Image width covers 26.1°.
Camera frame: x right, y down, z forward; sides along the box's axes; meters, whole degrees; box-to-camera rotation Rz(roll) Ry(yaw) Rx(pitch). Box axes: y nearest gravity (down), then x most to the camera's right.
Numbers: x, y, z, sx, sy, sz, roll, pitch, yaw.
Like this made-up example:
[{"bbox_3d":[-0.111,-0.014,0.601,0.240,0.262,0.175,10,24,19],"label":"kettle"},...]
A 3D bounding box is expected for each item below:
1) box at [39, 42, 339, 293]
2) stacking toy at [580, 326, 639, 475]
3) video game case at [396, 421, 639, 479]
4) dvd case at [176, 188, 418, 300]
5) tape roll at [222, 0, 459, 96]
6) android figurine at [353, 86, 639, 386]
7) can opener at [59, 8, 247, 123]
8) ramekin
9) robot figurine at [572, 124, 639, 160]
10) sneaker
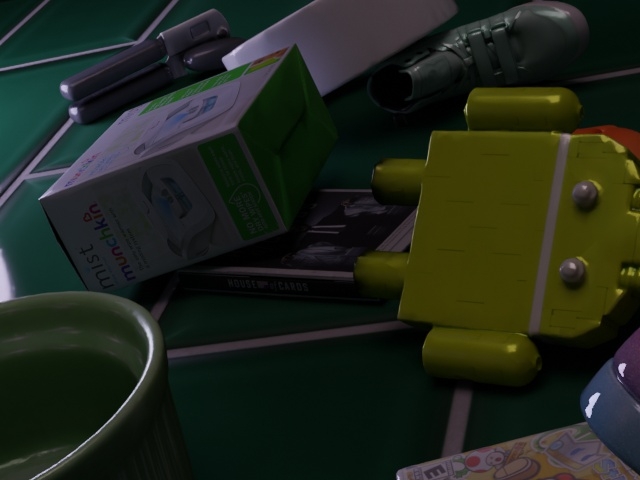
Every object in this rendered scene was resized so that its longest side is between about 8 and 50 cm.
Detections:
[{"bbox_3d":[-0.127,-0.075,1.447,0.231,0.127,0.262,-18,20,21],"label":"box"},{"bbox_3d":[0.297,0.132,0.776,0.279,0.130,0.309,36,18,28],"label":"stacking toy"},{"bbox_3d":[0.160,0.194,0.886,0.206,0.026,0.227,-15,25,4],"label":"video game case"},{"bbox_3d":[0.000,0.000,1.376,0.238,0.030,0.179,2,31,34],"label":"dvd case"},{"bbox_3d":[0.023,-0.250,1.677,0.286,0.100,0.286,-29,9,5],"label":"tape roll"},{"bbox_3d":[0.157,-0.004,1.115,0.272,0.056,0.248,6,77,34],"label":"android figurine"},{"bbox_3d":[-0.236,-0.251,1.978,0.280,0.074,0.093,-28,28,-21],"label":"can opener"},{"bbox_3d":[-0.238,0.178,1.021,0.303,0.148,0.303,-13,25,6],"label":"ramekin"},{"bbox_3d":[0.209,-0.032,1.200,0.219,0.128,0.158,-3,6,30],"label":"robot figurine"},{"bbox_3d":[0.176,-0.198,1.591,0.255,0.094,0.151,-10,18,37],"label":"sneaker"}]
